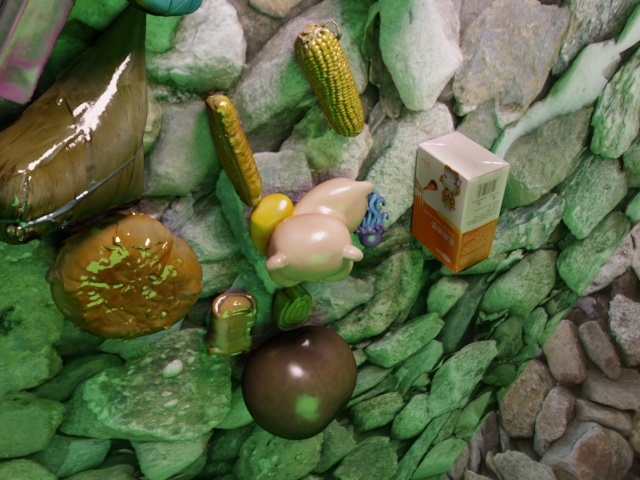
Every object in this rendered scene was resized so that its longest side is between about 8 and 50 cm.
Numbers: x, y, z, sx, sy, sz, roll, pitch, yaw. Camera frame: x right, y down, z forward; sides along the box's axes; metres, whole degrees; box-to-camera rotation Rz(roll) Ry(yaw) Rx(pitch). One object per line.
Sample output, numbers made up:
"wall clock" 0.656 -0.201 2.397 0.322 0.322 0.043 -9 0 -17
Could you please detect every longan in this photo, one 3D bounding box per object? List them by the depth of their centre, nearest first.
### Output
"longan" -0.061 0.421 1.531 0.361 0.361 0.361 -17 132 -20

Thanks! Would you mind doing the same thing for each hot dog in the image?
"hot dog" -0.186 -0.195 1.129 0.068 0.083 0.289 -40 140 -26

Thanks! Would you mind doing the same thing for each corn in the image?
"corn" 0.029 -0.349 1.125 0.106 0.106 0.293 -36 141 -3

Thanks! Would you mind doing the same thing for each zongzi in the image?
"zongzi" -0.410 -0.201 0.819 0.174 0.356 0.393 22 114 5

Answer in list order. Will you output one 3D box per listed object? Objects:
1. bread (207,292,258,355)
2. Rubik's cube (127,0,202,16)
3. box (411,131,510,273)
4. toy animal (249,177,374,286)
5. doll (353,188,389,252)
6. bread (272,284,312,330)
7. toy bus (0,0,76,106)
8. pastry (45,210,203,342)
"bread" -0.252 0.244 1.441 0.134 0.081 0.225 -3 128 -25
"Rubik's cube" -0.222 -0.471 0.803 0.254 0.254 0.254 -17 132 -20
"box" 0.388 -0.105 1.460 0.143 0.225 0.341 -20 133 -20
"toy animal" 0.004 0.015 1.296 0.345 0.247 0.277 -19 135 -19
"doll" 0.149 -0.057 1.466 0.110 0.067 0.205 -3 117 -13
"bread" -0.085 0.199 1.522 0.117 0.064 0.156 -10 129 -31
"toy bus" -0.464 -0.347 0.803 0.090 0.112 0.274 16 116 -48
"pastry" -0.425 0.070 1.111 0.316 0.184 0.284 29 100 -43
